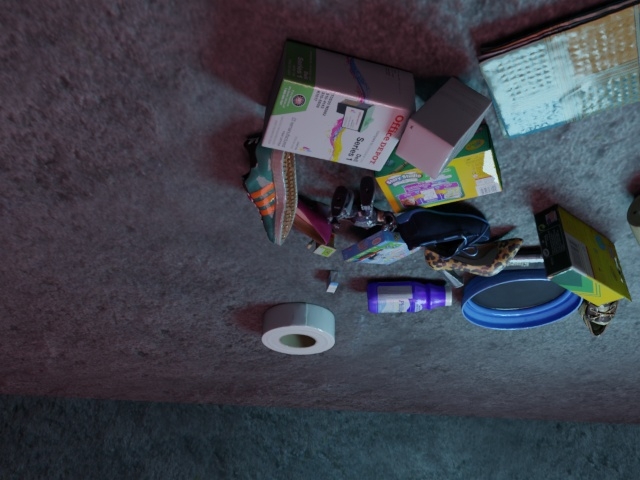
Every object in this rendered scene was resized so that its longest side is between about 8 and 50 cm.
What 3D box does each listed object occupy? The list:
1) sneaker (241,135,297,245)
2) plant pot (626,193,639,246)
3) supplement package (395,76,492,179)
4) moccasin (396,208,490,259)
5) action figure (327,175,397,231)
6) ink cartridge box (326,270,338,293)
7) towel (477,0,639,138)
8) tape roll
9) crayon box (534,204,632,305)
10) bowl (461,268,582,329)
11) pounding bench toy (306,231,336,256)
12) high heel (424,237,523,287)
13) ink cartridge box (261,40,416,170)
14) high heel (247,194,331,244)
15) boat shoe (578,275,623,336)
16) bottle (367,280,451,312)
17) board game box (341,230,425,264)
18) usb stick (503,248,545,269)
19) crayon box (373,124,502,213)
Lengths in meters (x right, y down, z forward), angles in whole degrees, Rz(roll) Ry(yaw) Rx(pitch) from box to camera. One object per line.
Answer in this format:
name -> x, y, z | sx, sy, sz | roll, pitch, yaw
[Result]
sneaker -> -0.130, -0.126, 1.396 | 0.121, 0.108, 0.302 | 14, 128, 15
plant pot -> 0.942, -0.017, 1.445 | 0.274, 0.256, 0.256 | 34, 138, -16
supplement package -> 0.253, -0.231, 1.143 | 0.105, 0.179, 0.105 | 37, 148, 12
moccasin -> 0.333, -0.005, 1.512 | 0.342, 0.117, 0.137 | 3, 162, -33
action figure -> 0.102, -0.072, 1.449 | 0.185, 0.099, 0.285 | -4, 166, 12
ink cartridge box -> 0.038, 0.143, 1.880 | 0.028, 0.048, 0.083 | 7, 147, -9
towel -> 0.526, -0.342, 1.116 | 0.370, 0.040, 0.271 | -15, 145, 21
tape roll -> -0.084, 0.345, 2.156 | 0.286, 0.100, 0.286 | 2, 147, 1
crayon box -> 0.741, 0.055, 1.571 | 0.318, 0.202, 0.081 | 24, 141, -30
bowl -> 0.678, 0.193, 1.905 | 0.391, 0.077, 0.391 | 1, 147, 1
pounding bench toy -> 0.000, 0.000, 1.644 | 0.083, 0.065, 0.052 | 17, 145, -22
high heel -> 0.443, 0.028, 1.634 | 0.261, 0.093, 0.186 | -35, 121, 27
ink cartridge box -> 0.035, -0.272, 1.169 | 0.278, 0.117, 0.201 | 10, 146, -14
high heel -> -0.082, -0.064, 1.499 | 0.244, 0.117, 0.082 | 18, 144, -24
boat shoe -> 0.962, 0.228, 1.902 | 0.123, 0.123, 0.342 | -5, 147, 9
bottle -> 0.301, 0.193, 1.906 | 0.282, 0.092, 0.118 | -2, 146, 5
board game box -> 0.190, 0.023, 1.638 | 0.211, 0.039, 0.160 | 5, 154, -46
usb stick -> 0.605, 0.060, 1.728 | 0.278, 0.045, 0.077 | -2, 143, 7
crayon box -> 0.285, -0.166, 1.356 | 0.278, 0.081, 0.165 | -12, 145, 21
